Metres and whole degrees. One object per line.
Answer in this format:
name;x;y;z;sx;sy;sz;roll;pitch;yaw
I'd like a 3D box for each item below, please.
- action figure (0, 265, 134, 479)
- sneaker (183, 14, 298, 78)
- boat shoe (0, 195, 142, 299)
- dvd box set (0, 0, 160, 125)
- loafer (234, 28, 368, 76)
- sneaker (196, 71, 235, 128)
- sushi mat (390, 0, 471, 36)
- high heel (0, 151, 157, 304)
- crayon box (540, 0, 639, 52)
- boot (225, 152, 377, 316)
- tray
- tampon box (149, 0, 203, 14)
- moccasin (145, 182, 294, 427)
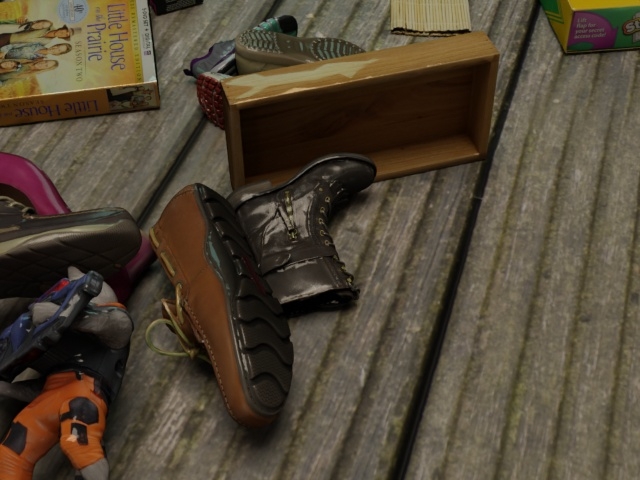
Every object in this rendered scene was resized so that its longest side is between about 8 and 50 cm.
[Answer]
action figure;-0.321;0.192;1.198;0.178;0.341;0.330;28;54;-33
sneaker;-0.140;-0.347;1.771;0.098;0.083;0.223;28;53;31
boat shoe;-0.412;0.002;1.285;0.355;0.132;0.130;-12;59;-5
dvd box set;-0.503;-0.323;1.762;0.420;0.062;0.308;-7;47;-6
loafer;-0.021;-0.293;1.714;0.268;0.092;0.102;11;44;-11
sneaker;-0.106;-0.225;1.660;0.225;0.088;0.093;24;42;13
sushi mat;0.211;-0.497;1.954;0.151;0.019;0.317;2;46;1
high heel;-0.428;-0.012;1.408;0.377;0.127;0.181;21;39;15
crayon box;0.600;-0.496;1.890;0.362;0.106;0.313;-5;47;-4
boot;0.000;0.000;1.443;0.262;0.091;0.229;-20;55;-13
tray;0.061;-0.184;1.525;0.410;0.203;0.076;-12;46;-11
tampon box;-0.297;-0.537;1.898;0.101;0.161;0.120;-20;48;-17
moccasin;-0.146;0.089;1.304;0.147;0.139;0.380;-40;54;15
